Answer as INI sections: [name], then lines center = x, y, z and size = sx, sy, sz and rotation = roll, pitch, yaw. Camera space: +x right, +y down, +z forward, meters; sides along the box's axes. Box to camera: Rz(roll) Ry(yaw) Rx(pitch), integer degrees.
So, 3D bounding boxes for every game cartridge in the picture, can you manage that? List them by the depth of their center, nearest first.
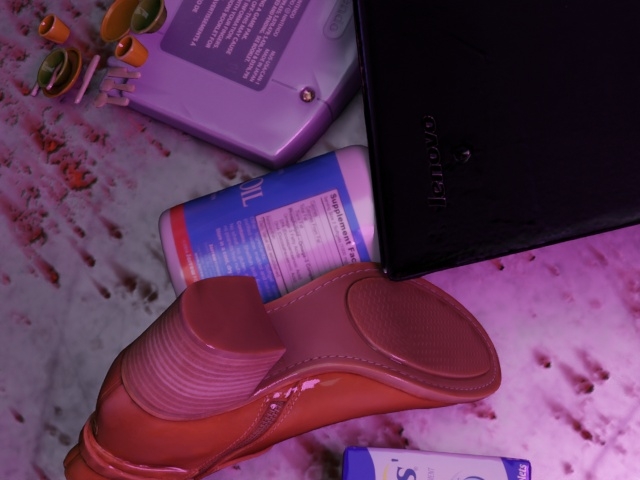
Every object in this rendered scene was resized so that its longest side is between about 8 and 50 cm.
[game cartridge]
center = -0.033, -0.213, 1.023
size = 0.198, 0.062, 0.297
rotation = 25, 80, 8

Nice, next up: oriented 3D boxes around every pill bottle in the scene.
[pill bottle]
center = 0.000, 0.000, 0.928
size = 0.221, 0.124, 0.124
rotation = -19, 75, 0

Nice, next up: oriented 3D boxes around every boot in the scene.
[boot]
center = -0.029, 0.121, 0.878
size = 0.283, 0.220, 0.109
rotation = 0, 54, -37

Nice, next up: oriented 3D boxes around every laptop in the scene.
[laptop]
center = 0.260, -0.158, 0.926
size = 0.407, 0.236, 0.382
rotation = 10, 63, -30

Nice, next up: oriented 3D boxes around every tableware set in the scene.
[tableware set]
center = -0.187, -0.162, 0.999
size = 0.154, 0.024, 0.104
rotation = 13, 76, 46

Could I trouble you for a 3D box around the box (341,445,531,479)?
[box]
center = 0.082, 0.219, 0.889
size = 0.137, 0.072, 0.126
rotation = 3, 76, 8
